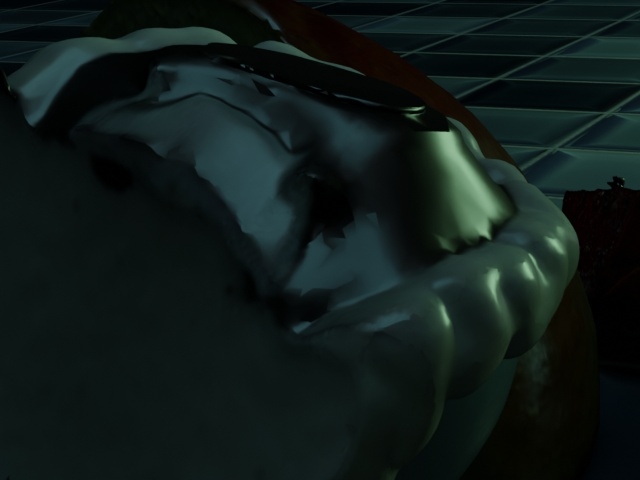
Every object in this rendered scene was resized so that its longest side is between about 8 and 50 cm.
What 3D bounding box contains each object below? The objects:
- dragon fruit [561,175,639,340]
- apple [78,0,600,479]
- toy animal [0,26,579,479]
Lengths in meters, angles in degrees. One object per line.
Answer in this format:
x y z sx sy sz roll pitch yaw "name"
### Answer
0.178 0.020 0.791 0.106 0.083 0.162 15 -5 -5 "dragon fruit"
0.000 0.000 0.735 0.254 0.179 0.346 35 -10 -37 "apple"
-0.024 0.038 0.524 0.208 0.204 0.156 35 21 36 "toy animal"
